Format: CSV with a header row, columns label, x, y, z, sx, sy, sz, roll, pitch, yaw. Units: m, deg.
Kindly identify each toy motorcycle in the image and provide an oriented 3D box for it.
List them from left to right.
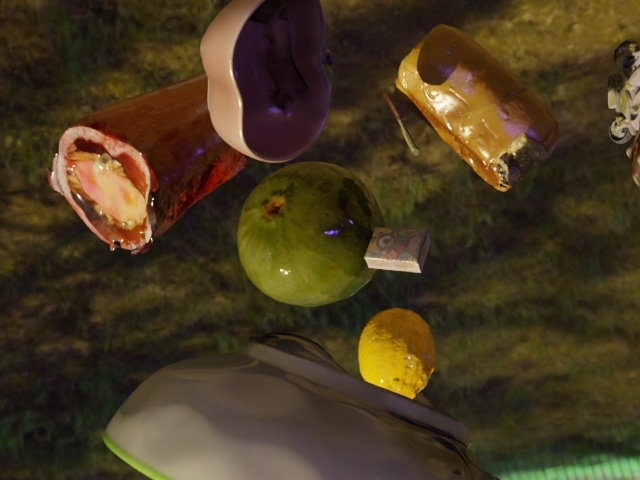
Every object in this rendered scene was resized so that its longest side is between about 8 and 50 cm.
label,x,y,z,sx,sy,sz,roll,pitch,yaw
toy motorcycle,0.671,-0.317,1.871,0.073,0.225,0.152,3,-177,-26

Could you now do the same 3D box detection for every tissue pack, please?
label,x,y,z,sx,sy,sz,roll,pitch,yaw
tissue pack,0.112,0.012,1.288,0.083,0.063,0.035,3,141,24

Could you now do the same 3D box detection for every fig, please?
label,x,y,z,sx,sy,sz,roll,pitch,yaw
fig,0.000,0.000,1.773,0.316,0.316,0.316,-11,164,-3

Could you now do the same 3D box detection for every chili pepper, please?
label,x,y,z,sx,sy,sz,roll,pitch,yaw
chili pepper,-0.240,-0.126,1.414,0.305,0.229,0.251,-31,153,-43

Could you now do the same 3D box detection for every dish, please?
label,x,y,z,sx,sy,sz,roll,pitch,yaw
dish,-0.072,-0.196,1.031,0.090,0.213,0.213,13,178,30
dish,0.013,0.150,0.669,0.324,0.124,0.324,21,171,4

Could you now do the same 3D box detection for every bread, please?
label,x,y,z,sx,sy,sz,roll,pitch,yaw
bread,0.317,-0.271,1.775,0.195,0.344,0.149,-46,174,-19

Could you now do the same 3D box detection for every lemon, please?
label,x,y,z,sx,sy,sz,roll,pitch,yaw
lemon,0.110,0.167,1.278,0.114,0.155,0.114,4,143,3

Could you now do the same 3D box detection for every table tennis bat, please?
label,x,y,z,sx,sy,sz,roll,pitch,yaw
table tennis bat,0.144,-0.209,1.597,0.013,0.156,0.087,-26,142,5

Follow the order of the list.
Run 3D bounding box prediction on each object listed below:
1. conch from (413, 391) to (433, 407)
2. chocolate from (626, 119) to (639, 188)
label,x,y,z,sx,sy,sz,roll,pitch,yaw
conch,0.121,0.293,1.424,0.130,0.155,0.207,-32,147,0
chocolate,0.536,-0.148,1.113,0.340,0.210,0.225,-49,148,6
